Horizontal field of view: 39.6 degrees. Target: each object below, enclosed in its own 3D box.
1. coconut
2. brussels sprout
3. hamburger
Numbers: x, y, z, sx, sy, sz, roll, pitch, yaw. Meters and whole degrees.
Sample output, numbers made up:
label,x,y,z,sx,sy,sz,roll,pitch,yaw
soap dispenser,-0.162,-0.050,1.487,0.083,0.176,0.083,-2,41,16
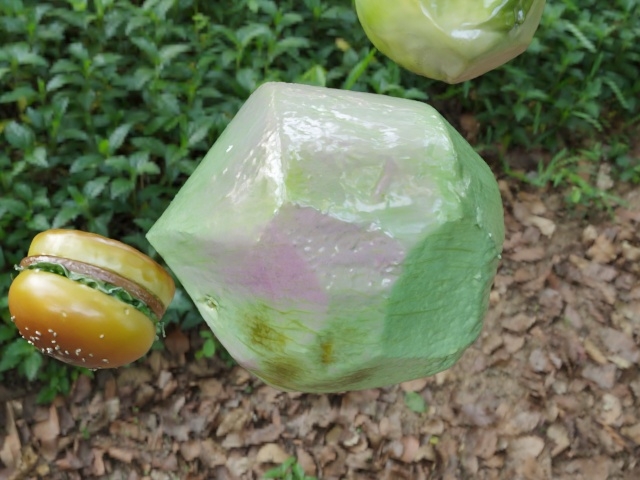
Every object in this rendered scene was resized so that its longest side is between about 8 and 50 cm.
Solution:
label,x,y,z,sx,sy,sz,roll,pitch,yaw
coconut,0.000,0.000,0.602,0.236,0.236,0.204,0,74,-6
brussels sprout,0.176,-0.353,1.190,0.227,0.260,0.294,9,63,-60
hamburger,-0.340,0.100,1.299,0.246,0.246,0.170,14,64,9
